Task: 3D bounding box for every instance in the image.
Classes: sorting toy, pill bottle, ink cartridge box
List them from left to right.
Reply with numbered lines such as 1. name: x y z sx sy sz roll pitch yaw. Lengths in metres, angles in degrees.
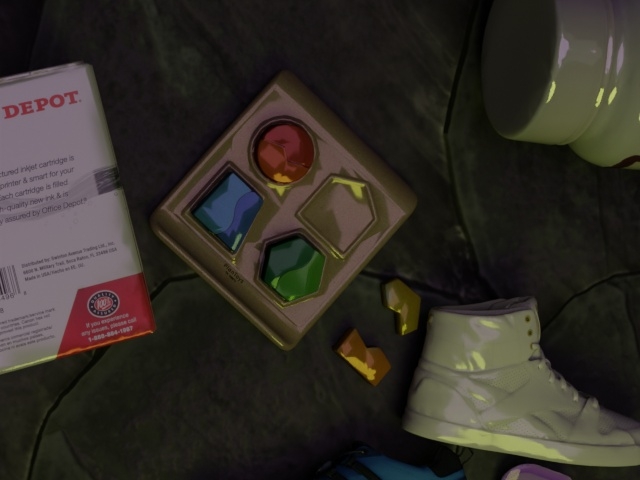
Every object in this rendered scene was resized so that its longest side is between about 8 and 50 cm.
1. ink cartridge box: -0.292 -0.022 1.533 0.197 0.114 0.273 -14 98 -16
2. sorting toy: 0.000 0.000 1.668 0.307 0.041 0.229 43 80 -15
3. pill bottle: 0.386 -0.183 1.692 0.392 0.224 0.224 5 91 -19

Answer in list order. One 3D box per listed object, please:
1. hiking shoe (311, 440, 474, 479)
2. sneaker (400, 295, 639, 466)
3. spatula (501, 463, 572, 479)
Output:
1. hiking shoe: 0.017 0.281 1.671 0.304 0.113 0.132 3 64 -15
2. sneaker: 0.243 0.149 1.721 0.292 0.108 0.169 11 92 -17
3. spatula: 0.193 0.390 1.755 0.084 0.030 0.297 23 86 -17
